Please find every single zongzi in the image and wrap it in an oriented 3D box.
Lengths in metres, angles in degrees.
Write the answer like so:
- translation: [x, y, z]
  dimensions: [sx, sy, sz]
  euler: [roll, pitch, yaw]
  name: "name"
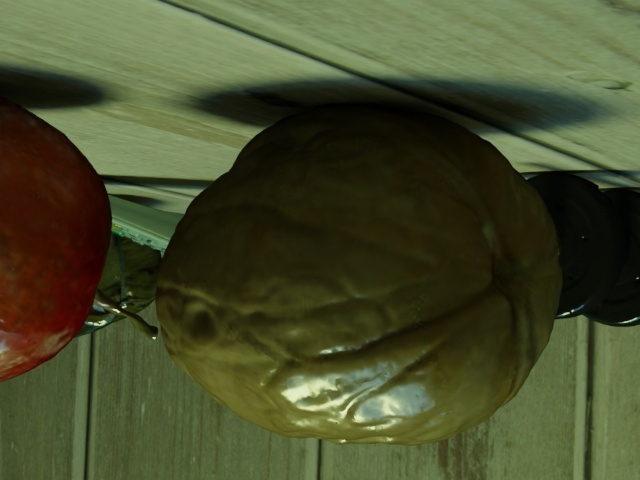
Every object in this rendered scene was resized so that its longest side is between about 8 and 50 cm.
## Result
- translation: [-0.267, 0.032, 2.277]
  dimensions: [0.356, 0.174, 0.393]
  euler: [-10, 177, 44]
  name: "zongzi"

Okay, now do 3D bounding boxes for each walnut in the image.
- translation: [0.027, 0.027, 1.362]
  dimensions: [0.313, 0.277, 0.252]
  euler: [5, 147, 46]
  name: "walnut"

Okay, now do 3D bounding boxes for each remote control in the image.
- translation: [-0.173, -0.011, 1.924]
  dimensions: [0.293, 0.051, 0.103]
  euler: [20, 172, 2]
  name: "remote control"

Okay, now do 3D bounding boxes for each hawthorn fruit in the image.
- translation: [-0.243, 0.010, 1.339]
  dimensions: [0.272, 0.242, 0.242]
  euler: [24, 172, -9]
  name: "hawthorn fruit"

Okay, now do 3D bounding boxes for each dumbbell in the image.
- translation: [0.268, 0.012, 1.755]
  dimensions: [0.143, 0.143, 0.325]
  euler: [-1, 174, 35]
  name: "dumbbell"
